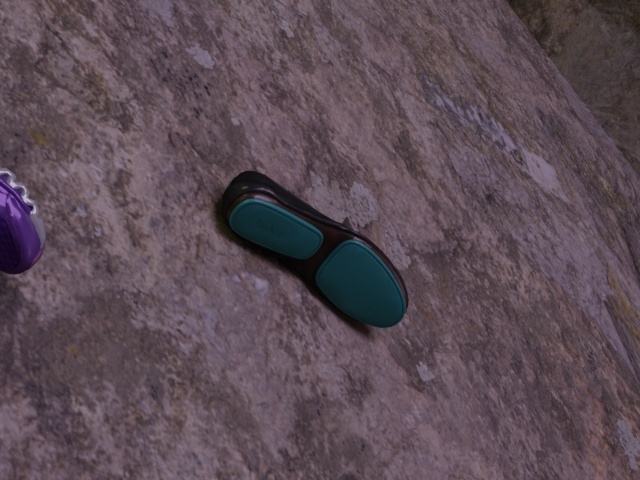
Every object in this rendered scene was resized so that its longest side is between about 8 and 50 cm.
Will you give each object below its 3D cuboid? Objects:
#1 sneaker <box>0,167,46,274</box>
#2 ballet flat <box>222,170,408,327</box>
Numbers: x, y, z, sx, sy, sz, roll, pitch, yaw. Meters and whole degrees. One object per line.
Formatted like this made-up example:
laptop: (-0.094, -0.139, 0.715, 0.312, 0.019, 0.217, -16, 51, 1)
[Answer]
sneaker: (-0.339, -0.044, 0.929, 0.236, 0.095, 0.105, 41, 39, -13)
ballet flat: (0.000, 0.000, 1.362, 0.280, 0.095, 0.096, 38, 22, -27)
